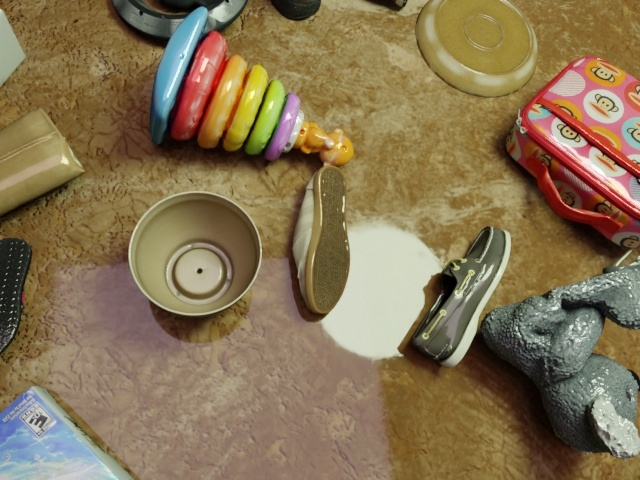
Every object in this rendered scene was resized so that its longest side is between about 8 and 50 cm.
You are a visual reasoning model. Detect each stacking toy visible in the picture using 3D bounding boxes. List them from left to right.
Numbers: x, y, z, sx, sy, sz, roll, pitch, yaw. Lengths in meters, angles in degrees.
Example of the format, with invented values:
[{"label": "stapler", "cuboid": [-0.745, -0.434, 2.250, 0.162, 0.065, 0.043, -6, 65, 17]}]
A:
[{"label": "stacking toy", "cuboid": [-0.087, -0.183, 0.818, 0.301, 0.165, 0.175, 21, 78, -15]}]

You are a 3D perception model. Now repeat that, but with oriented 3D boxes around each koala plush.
[{"label": "koala plush", "cuboid": [0.340, 0.179, 0.746, 0.203, 0.196, 0.222, -15, 74, -3]}]

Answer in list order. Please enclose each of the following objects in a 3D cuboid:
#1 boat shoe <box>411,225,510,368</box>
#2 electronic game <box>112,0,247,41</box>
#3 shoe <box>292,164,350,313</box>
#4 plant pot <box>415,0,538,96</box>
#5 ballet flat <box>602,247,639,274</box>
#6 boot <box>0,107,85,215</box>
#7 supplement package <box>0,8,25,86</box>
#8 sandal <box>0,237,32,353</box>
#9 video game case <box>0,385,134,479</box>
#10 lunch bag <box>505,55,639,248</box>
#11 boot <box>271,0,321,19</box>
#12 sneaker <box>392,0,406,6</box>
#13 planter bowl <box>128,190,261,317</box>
[{"label": "boat shoe", "cuboid": [0.206, 0.068, 0.806, 0.068, 0.081, 0.228, 30, 71, -3]}, {"label": "electronic game", "cuboid": [-0.230, -0.422, 0.916, 0.229, 0.048, 0.230, 1, 68, -2]}, {"label": "shoe", "cuboid": [0.000, 0.000, 0.812, 0.076, 0.058, 0.219, 17, 70, -37]}, {"label": "plant pot", "cuboid": [0.289, -0.368, 1.002, 0.236, 0.032, 0.237, 3, 71, -10]}, {"label": "ballet flat", "cuboid": [0.533, 0.030, 0.888, 0.203, 0.074, 0.074, -22, 76, -14]}, {"label": "boot", "cuboid": [-0.430, -0.037, 0.711, 0.269, 0.089, 0.236, -34, 69, -20]}, {"label": "supplement package", "cuboid": [-0.521, -0.247, 0.771, 0.105, 0.105, 0.179, 27, 68, 0]}, {"label": "sandal", "cuboid": [-0.413, 0.080, 0.717, 0.067, 0.040, 0.179, 9, 55, -13]}, {"label": "video game case", "cuboid": [-0.343, 0.348, 0.619, 0.244, 0.061, 0.269, 42, 69, 5]}, {"label": "lunch bag", "cuboid": [0.455, -0.136, 0.897, 0.258, 0.120, 0.293, -41, 74, -19]}, {"label": "boot", "cuboid": [-0.088, -0.551, 0.893, 0.118, 0.223, 0.338, -39, 82, -19]}, {"label": "sneaker", "cuboid": [0.134, -0.565, 1.007, 0.124, 0.107, 0.284, 17, 69, 2]}, {"label": "planter bowl", "cuboid": [-0.162, 0.031, 0.737, 0.161, 0.109, 0.162, 3, 70, -9]}]
